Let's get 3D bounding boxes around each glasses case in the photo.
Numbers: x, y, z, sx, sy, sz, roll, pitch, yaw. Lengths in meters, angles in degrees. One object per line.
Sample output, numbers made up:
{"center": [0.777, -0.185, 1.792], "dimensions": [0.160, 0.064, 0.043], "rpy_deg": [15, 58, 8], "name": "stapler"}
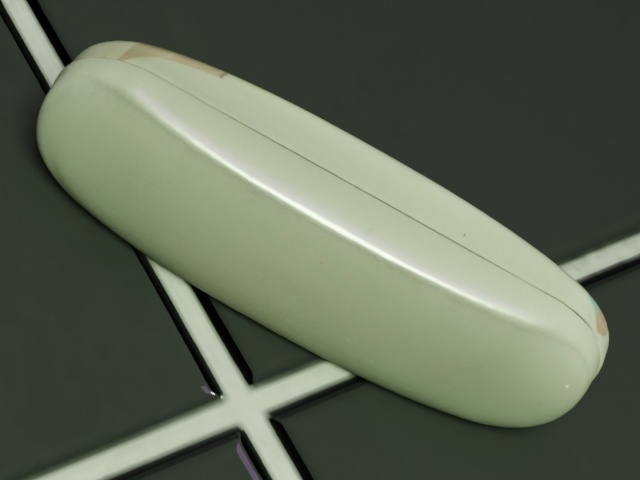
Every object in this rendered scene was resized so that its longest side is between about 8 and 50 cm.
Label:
{"center": [0.000, 0.000, 0.631], "dimensions": [0.204, 0.081, 0.051], "rpy_deg": [30, 56, -4], "name": "glasses case"}
